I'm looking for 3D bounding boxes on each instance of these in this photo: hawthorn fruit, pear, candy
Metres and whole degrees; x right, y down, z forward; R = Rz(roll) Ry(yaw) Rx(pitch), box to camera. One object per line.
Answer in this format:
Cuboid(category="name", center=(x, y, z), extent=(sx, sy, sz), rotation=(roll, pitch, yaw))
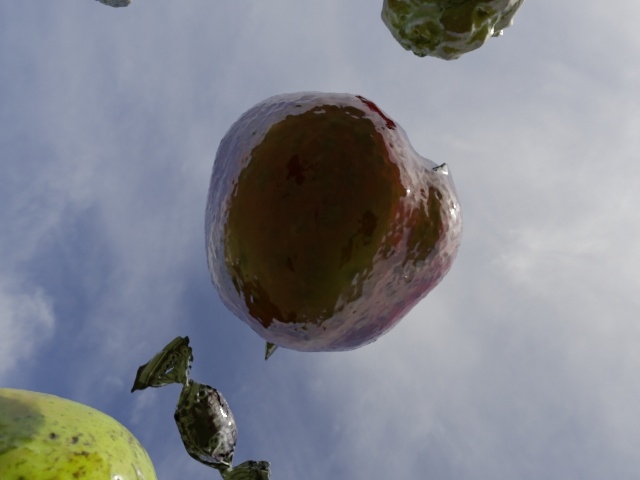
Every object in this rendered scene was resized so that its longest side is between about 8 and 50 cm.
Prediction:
Cuboid(category="hawthorn fruit", center=(0.000, 0.000, 0.680), extent=(0.402, 0.403, 0.403), rotation=(-2, -100, 9))
Cuboid(category="pear", center=(-0.426, 0.379, 0.572), extent=(0.390, 0.391, 0.391), rotation=(-2, -100, 9))
Cuboid(category="candy", center=(-0.126, 0.216, 0.489), extent=(0.094, 0.051, 0.226), rotation=(-23, -101, -37))

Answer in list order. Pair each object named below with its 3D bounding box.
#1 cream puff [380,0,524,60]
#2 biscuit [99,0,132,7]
Cuboid(category="cream puff", center=(0.267, -0.485, 0.899), extent=(0.281, 0.185, 0.282), rotation=(1, -89, 23))
Cuboid(category="biscuit", center=(-0.229, -0.248, 0.275), extent=(0.289, 0.038, 0.141), rotation=(4, -97, -33))
